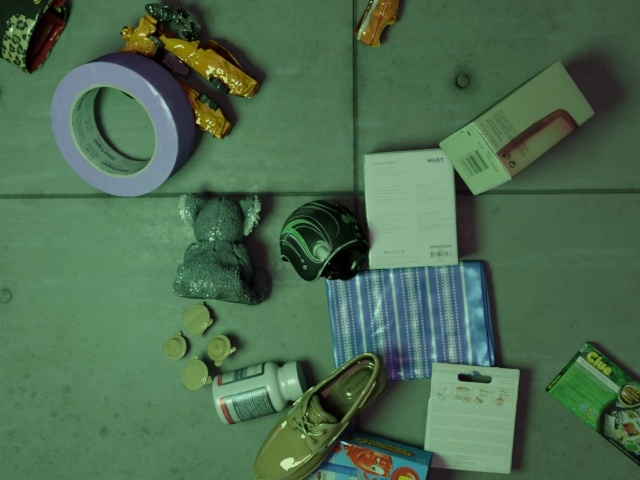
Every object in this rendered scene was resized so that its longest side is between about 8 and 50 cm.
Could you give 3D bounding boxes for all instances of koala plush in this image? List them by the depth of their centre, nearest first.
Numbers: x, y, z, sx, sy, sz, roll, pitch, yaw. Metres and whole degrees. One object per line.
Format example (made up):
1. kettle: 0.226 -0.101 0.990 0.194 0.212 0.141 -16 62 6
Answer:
1. koala plush: -0.204 0.011 1.513 0.196 0.203 0.221 6 83 4

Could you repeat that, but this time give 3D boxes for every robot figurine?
1. robot figurine: -0.283 -0.345 1.532 0.291 0.085 0.211 36 96 1

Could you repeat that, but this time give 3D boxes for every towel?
1. towel: 0.186 0.175 1.554 0.336 0.040 0.243 -6 93 6

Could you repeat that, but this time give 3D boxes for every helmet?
1. helmet: 0.000 0.000 1.495 0.169 0.169 0.161 -47 58 7

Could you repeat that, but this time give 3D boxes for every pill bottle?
1. pill bottle: -0.124 0.312 1.558 0.180 0.108 0.108 -16 93 7

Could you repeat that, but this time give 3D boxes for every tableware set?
1. tableware set: -0.261 0.225 1.580 0.141 0.020 0.169 -45 63 7

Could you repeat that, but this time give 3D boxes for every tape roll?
1. tape roll: -0.394 -0.230 1.499 0.274 0.090 0.275 6 117 13

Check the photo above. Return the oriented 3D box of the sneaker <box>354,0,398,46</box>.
1. sneaker: 0.131 -0.473 1.504 0.067 0.064 0.175 23 102 -17

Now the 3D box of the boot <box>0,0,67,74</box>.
1. boot: -0.646 -0.552 1.522 0.284 0.138 0.377 29 100 3

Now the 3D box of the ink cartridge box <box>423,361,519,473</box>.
1. ink cartridge box: 0.310 0.362 1.548 0.181 0.056 0.225 4 95 6

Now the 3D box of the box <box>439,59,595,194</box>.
1. box: 0.368 -0.209 1.411 0.232 0.148 0.127 -36 92 -17

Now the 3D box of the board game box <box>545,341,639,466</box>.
1. board game box: 0.607 0.340 1.533 0.259 0.030 0.136 39 99 1

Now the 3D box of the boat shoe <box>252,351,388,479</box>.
1. boat shoe: -0.009 0.346 1.471 0.121 0.110 0.341 39 77 23

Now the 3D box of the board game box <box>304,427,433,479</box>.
1. board game box: 0.050 0.552 1.547 0.302 0.086 0.308 12 96 15

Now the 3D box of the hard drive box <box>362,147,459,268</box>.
1. hard drive box: 0.181 -0.065 1.509 0.181 0.089 0.232 -3 95 5
